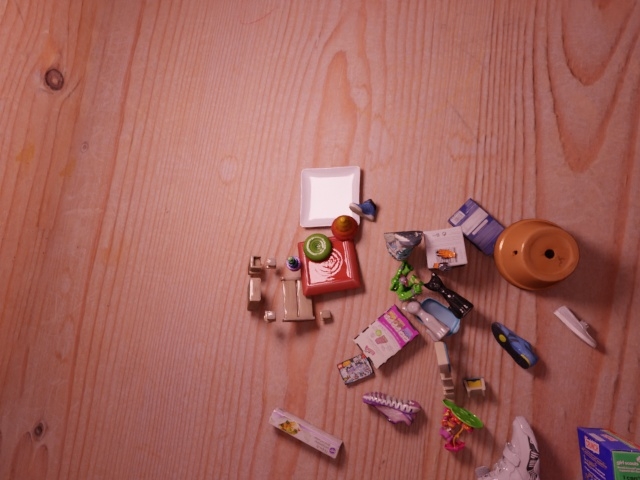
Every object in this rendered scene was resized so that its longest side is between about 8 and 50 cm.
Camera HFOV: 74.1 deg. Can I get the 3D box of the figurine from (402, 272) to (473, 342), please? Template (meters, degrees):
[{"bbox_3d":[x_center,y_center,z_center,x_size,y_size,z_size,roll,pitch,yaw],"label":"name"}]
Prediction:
[{"bbox_3d":[0.468,0.270,1.723,0.215,0.092,0.209,-47,66,4],"label":"figurine"}]

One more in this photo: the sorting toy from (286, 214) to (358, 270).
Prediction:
[{"bbox_3d":[0.000,0.000,1.817,0.366,0.126,0.127,-36,73,-4],"label":"sorting toy"}]

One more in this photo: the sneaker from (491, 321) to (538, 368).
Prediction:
[{"bbox_3d":[0.769,0.404,1.677,0.082,0.069,0.209,-26,64,-24],"label":"sneaker"}]

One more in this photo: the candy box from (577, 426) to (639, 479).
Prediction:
[{"bbox_3d":[1.002,0.835,1.441,0.122,0.268,0.316,-4,81,10],"label":"candy box"}]

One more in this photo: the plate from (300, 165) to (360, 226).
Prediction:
[{"bbox_3d":[0.046,-0.197,1.948,0.278,0.045,0.277,-1,83,14],"label":"plate"}]

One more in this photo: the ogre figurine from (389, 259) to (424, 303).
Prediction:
[{"bbox_3d":[0.353,0.176,1.774,0.118,0.097,0.197,-52,49,24],"label":"ogre figurine"}]

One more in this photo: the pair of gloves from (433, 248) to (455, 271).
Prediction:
[{"bbox_3d":[0.476,0.076,1.626,0.074,0.010,0.083,11,88,15],"label":"pair of gloves"}]

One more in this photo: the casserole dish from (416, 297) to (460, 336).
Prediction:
[{"bbox_3d":[0.488,0.319,1.766,0.188,0.037,0.114,32,91,16],"label":"casserole dish"}]

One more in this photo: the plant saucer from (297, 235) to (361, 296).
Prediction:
[{"bbox_3d":[0.031,0.099,1.871,0.259,0.047,0.258,-10,69,6],"label":"plant saucer"}]

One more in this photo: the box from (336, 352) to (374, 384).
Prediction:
[{"bbox_3d":[0.149,0.551,1.823,0.137,0.027,0.093,-27,76,9],"label":"box"}]

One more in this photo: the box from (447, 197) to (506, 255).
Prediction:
[{"bbox_3d":[0.664,-0.054,1.774,0.136,0.036,0.225,-45,74,5],"label":"box"}]

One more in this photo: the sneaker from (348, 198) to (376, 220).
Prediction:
[{"bbox_3d":[0.189,-0.152,1.862,0.058,0.152,0.084,2,70,53],"label":"sneaker"}]

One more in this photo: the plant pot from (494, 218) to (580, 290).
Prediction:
[{"bbox_3d":[0.836,0.051,1.612,0.291,0.203,0.290,-1,86,9],"label":"plant pot"}]

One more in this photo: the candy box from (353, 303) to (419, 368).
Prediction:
[{"bbox_3d":[0.277,0.404,1.789,0.233,0.071,0.159,-41,75,5],"label":"candy box"}]

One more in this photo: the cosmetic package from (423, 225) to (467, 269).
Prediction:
[{"bbox_3d":[0.505,0.037,1.725,0.152,0.184,0.151,-9,81,13],"label":"cosmetic package"}]

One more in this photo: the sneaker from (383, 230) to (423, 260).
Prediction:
[{"bbox_3d":[0.347,0.023,1.736,0.110,0.283,0.122,-7,92,-8],"label":"sneaker"}]

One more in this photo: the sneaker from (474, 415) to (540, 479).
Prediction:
[{"bbox_3d":[0.695,0.845,1.584,0.211,0.137,0.365,-2,85,11],"label":"sneaker"}]

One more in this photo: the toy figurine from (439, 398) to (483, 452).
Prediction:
[{"bbox_3d":[0.523,0.745,1.668,0.173,0.130,0.159,30,100,38],"label":"toy figurine"}]

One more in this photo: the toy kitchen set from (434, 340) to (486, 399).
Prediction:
[{"bbox_3d":[0.553,0.507,1.671,0.166,0.122,0.207,-10,119,12],"label":"toy kitchen set"}]

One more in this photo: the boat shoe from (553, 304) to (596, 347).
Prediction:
[{"bbox_3d":[0.990,0.329,1.629,0.063,0.066,0.184,-44,65,6],"label":"boat shoe"}]

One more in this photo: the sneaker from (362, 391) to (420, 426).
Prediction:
[{"bbox_3d":[0.284,0.695,1.739,0.237,0.095,0.104,11,93,15],"label":"sneaker"}]

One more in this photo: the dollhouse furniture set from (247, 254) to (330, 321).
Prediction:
[{"bbox_3d":[-0.152,0.232,1.942,0.356,0.174,0.303,2,67,-14],"label":"dollhouse furniture set"}]

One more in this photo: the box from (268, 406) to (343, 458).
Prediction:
[{"bbox_3d":[-0.065,0.821,1.819,0.324,0.067,0.063,21,89,15],"label":"box"}]
